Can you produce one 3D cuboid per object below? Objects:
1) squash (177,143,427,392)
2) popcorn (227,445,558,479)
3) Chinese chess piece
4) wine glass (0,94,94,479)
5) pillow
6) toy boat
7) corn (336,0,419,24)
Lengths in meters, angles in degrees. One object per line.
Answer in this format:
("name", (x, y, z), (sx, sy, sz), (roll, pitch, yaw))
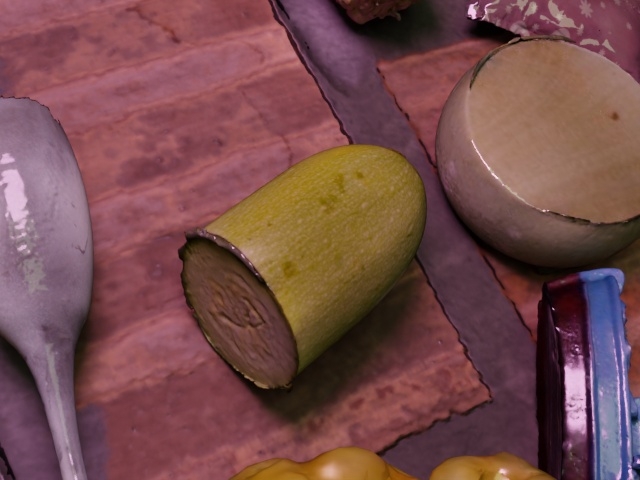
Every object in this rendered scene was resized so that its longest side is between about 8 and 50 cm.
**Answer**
("squash", (0.000, 0.000, 0.655), (0.123, 0.123, 0.186), (45, 58, 8))
("popcorn", (0.022, 0.264, 0.469), (0.321, 0.290, 0.326), (-10, 108, 9))
("Chinese chess piece", (0.184, -0.069, 0.756), (0.188, 0.083, 0.188), (6, 61, -11))
("wine glass", (-0.200, 0.042, 0.514), (0.096, 0.264, 0.310), (-24, 70, 15))
("pillow", (0.215, -0.209, 0.847), (0.185, 0.043, 0.118), (19, 60, -6))
("toy boat", (0.201, 0.121, 0.656), (0.097, 0.100, 0.223), (6, 66, -2))
("corn", (-0.005, -0.333, 0.807), (0.126, 0.126, 0.335), (-27, 77, -24))
